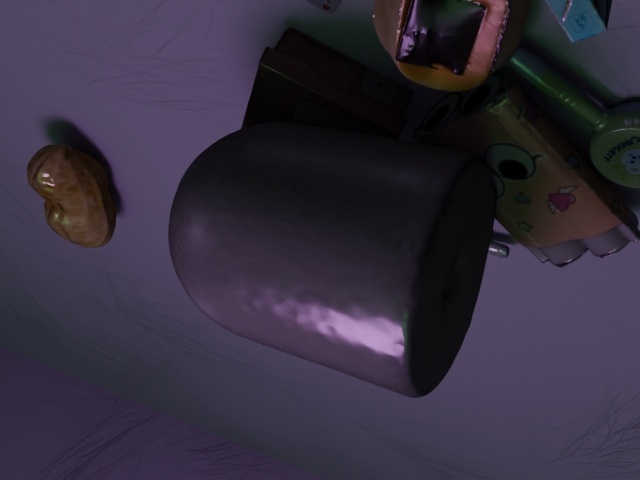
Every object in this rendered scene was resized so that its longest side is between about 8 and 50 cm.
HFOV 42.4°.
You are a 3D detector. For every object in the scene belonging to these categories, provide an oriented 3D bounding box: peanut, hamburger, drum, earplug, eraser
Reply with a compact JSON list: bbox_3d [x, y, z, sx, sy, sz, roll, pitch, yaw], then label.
[{"bbox_3d":[-0.497,-0.091,1.670,0.147,0.147,0.306,21,148,10],"label":"peanut"},{"bbox_3d":[0.146,-0.266,0.923,0.173,0.116,0.210,13,145,8],"label":"hamburger"},{"bbox_3d":[0.330,-0.145,1.019,0.253,0.049,0.130,25,150,3],"label":"drum"},{"bbox_3d":[0.000,0.000,1.093,0.394,0.313,0.313,15,149,25],"label":"earplug"},{"bbox_3d":[0.282,-0.089,1.109,0.290,0.087,0.171,41,149,-22],"label":"eraser"}]

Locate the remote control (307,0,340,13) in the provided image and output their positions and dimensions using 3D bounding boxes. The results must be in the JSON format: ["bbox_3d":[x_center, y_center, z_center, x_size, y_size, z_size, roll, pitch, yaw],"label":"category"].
[{"bbox_3d":[0.025,-0.337,0.988,0.050,0.027,0.184,32,155,-6],"label":"remote control"}]

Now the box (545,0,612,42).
[{"bbox_3d":[0.202,-0.315,0.739,0.041,0.162,0.229,-14,130,41],"label":"box"}]

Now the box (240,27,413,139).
[{"bbox_3d":[0.003,-0.174,1.198,0.215,0.086,0.215,28,151,0],"label":"box"}]

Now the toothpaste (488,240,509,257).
[{"bbox_3d":[0.185,-0.014,1.356,0.255,0.037,0.067,16,154,25],"label":"toothpaste"}]
